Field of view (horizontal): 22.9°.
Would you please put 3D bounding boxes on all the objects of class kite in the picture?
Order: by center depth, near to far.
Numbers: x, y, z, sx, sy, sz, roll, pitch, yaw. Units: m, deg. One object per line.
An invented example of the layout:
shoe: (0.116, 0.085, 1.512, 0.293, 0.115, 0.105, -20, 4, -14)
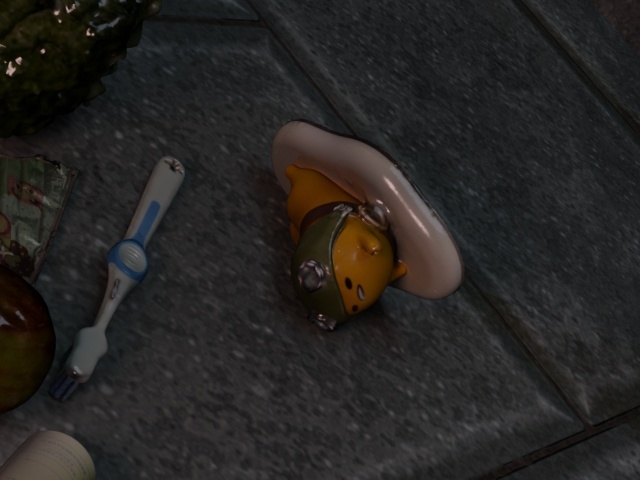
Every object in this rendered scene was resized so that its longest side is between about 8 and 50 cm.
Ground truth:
kite: (-0.296, -0.037, 1.244, 0.323, 0.013, 0.268, 2, 49, -53)

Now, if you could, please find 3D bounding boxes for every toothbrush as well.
toothbrush: (-0.158, 0.013, 1.322, 0.040, 0.040, 0.386, 36, 28, -12)

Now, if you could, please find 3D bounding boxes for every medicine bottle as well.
medicine bottle: (-0.211, 0.196, 0.975, 0.059, 0.059, 0.231, 42, 28, -2)

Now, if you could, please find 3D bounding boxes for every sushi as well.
sushi: (-0.285, -0.250, 1.366, 0.294, 0.178, 0.352, 32, 28, -19)

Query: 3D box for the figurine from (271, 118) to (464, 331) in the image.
figurine: (0.000, 0.000, 1.506, 0.141, 0.167, 0.250, -36, 49, -26)

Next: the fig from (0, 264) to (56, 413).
fig: (-0.252, 0.063, 1.064, 0.109, 0.103, 0.154, 32, 12, 30)
